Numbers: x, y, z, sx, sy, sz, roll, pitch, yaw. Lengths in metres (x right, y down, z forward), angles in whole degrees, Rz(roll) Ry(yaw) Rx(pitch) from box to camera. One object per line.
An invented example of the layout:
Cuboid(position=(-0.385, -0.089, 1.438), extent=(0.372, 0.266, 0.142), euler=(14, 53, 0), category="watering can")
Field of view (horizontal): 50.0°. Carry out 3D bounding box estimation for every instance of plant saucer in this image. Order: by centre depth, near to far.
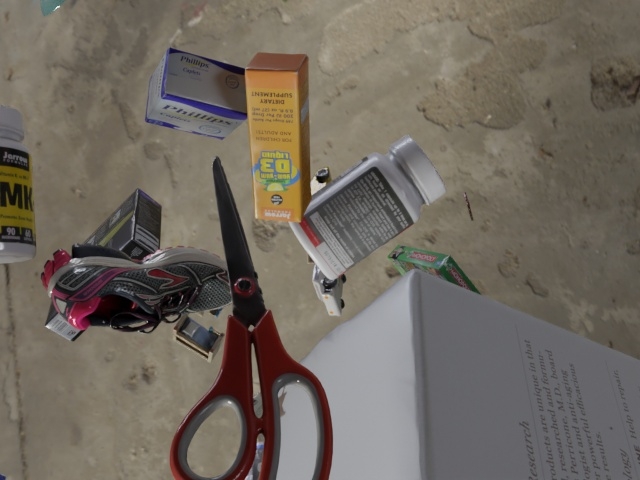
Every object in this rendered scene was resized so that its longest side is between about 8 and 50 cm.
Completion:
Cuboid(position=(-0.329, -0.344, 0.898), extent=(0.119, 0.021, 0.119), euler=(-27, 39, 24), category="plant saucer")

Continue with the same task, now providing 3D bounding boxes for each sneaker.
Cuboid(position=(-0.246, 0.084, 1.000), extent=(0.112, 0.299, 0.121), euler=(48, 123, 37), category="sneaker")

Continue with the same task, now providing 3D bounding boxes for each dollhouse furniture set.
Cuboid(position=(-0.312, 0.222, 1.935), extent=(0.129, 0.129, 0.184), euler=(31, 65, 1), category="dollhouse furniture set")

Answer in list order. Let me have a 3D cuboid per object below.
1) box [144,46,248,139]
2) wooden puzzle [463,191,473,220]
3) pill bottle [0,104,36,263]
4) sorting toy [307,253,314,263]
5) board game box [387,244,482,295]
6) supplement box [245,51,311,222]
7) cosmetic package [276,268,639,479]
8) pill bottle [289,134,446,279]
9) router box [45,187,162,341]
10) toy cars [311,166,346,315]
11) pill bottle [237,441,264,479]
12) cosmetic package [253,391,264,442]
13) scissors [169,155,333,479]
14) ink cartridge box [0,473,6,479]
Cuboid(position=(-0.179, -0.209, 1.000), extent=(0.137, 0.126, 0.072), euler=(163, 115, -64), category="box")
Cuboid(position=(0.345, -0.079, 1.599), extent=(0.006, 0.049, 0.083), euler=(-16, 44, 11), category="wooden puzzle")
Cuboid(position=(-0.464, -0.076, 0.958), extent=(0.119, 0.119, 0.209), euler=(-9, 83, 26), category="pill bottle")
Cuboid(position=(-0.002, 0.016, 1.638), extent=(0.061, 0.012, 0.083), euler=(-5, 63, 6), category="sorting toy")
Cuboid(position=(0.312, 0.145, 1.599), extent=(0.046, 0.317, 0.213), euler=(-47, 23, -13), category="board game box")
Cuboid(position=(-0.057, -0.143, 0.979), extent=(0.077, 0.234, 0.080), euler=(4, 35, 8), category="supplement box")
Cuboid(position=(0.172, 0.297, 0.795), extent=(0.329, 0.393, 0.328), euler=(-46, 32, 43), category="cosmetic package")
Cuboid(position=(0.091, -0.066, 1.328), extent=(0.283, 0.161, 0.161), euler=(-35, 61, 4), category="pill bottle")
Cuboid(position=(-0.504, 0.053, 1.614), extent=(0.309, 0.081, 0.243), euler=(-41, 31, 15), category="router box")
Cuboid(position=(0.000, 0.000, 1.747), extent=(0.087, 0.176, 0.394), euler=(-8, 81, 12), category="toy cars")
Cuboid(position=(-0.090, 0.377, 1.026), extent=(0.078, 0.078, 0.137), euler=(-36, 27, 16), category="pill bottle")
Cuboid(position=(-0.036, 0.452, 1.449), extent=(0.113, 0.160, 0.309), euler=(-40, 37, 0), category="cosmetic package")
Cuboid(position=(-0.045, 0.053, 0.519), extent=(0.108, 0.021, 0.297), euler=(1, 55, -1), category="scissors")
Cuboid(position=(-0.653, 0.379, 0.914), extent=(0.330, 0.324, 0.071), euler=(-50, 22, 15), category="ink cartridge box")
